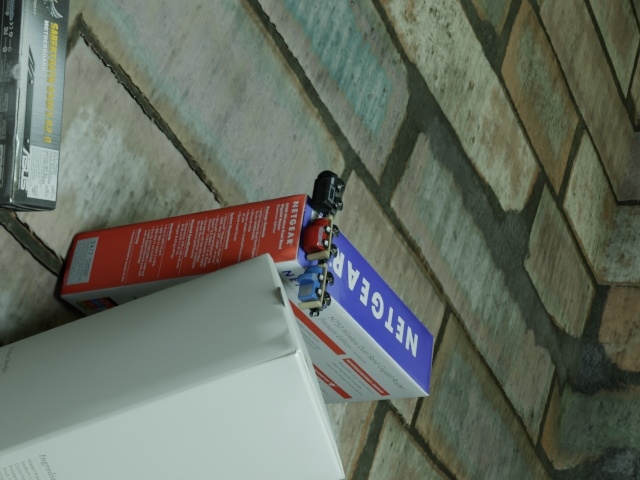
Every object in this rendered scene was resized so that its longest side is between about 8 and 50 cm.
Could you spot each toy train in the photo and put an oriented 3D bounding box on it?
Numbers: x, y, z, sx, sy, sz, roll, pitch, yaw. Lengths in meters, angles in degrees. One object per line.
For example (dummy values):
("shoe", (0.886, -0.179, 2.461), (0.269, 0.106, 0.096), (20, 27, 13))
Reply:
("toy train", (0.000, 0.000, 1.106), (0.036, 0.027, 0.158), (41, 47, -46))

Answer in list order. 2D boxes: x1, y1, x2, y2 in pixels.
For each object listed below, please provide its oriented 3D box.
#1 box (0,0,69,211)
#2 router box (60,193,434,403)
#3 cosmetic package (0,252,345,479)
("box", (-0.315, -0.141, 1.027), (0.056, 0.183, 0.231), (9, 83, -57))
("router box", (-0.072, 0.089, 1.298), (0.335, 0.301, 0.082), (48, 42, -48))
("cosmetic package", (-0.182, 0.168, 1.039), (0.197, 0.366, 0.155), (-108, 180, -64))
